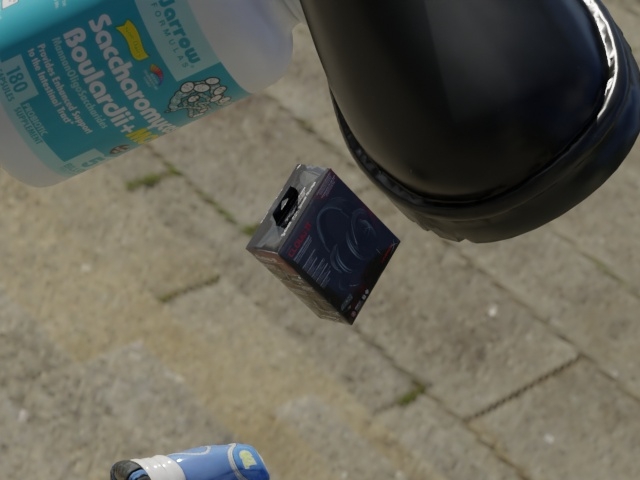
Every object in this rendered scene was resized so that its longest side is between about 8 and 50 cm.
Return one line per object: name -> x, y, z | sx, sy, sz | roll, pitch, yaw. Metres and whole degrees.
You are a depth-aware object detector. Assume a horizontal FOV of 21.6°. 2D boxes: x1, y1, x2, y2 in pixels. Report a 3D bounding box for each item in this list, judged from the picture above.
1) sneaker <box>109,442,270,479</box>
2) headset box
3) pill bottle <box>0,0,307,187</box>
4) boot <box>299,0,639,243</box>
sneaker -> -0.073, 0.186, 0.972 | 0.081, 0.211, 0.080 | -17, 61, -19
headset box -> 0.000, 0.000, 0.973 | 0.032, 0.062, 0.083 | 10, -28, 47
pill bottle -> -0.121, -0.151, 1.193 | 0.146, 0.264, 0.146 | 60, 14, -26
boot -> -0.014, -0.129, 0.527 | 0.207, 0.094, 0.246 | 43, 15, -38
